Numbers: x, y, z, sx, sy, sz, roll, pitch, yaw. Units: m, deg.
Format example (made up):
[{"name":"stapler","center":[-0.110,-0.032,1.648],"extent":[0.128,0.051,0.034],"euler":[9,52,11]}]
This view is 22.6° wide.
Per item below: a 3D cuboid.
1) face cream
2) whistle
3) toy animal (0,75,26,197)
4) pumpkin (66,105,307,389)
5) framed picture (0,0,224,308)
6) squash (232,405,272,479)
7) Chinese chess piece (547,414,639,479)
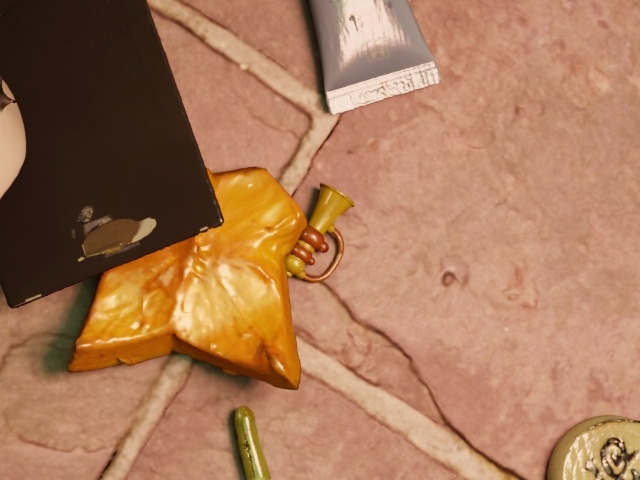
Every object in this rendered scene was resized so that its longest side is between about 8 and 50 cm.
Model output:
[{"name":"face cream","center":[0.018,-0.341,1.786],"extent":[0.135,0.086,0.385],"euler":[-17,92,-11]},{"name":"whistle","center":[-0.002,-0.003,1.763],"extent":[0.046,0.057,0.109],"euler":[25,85,37]},{"name":"toy animal","center":[-0.441,-0.077,1.550],"extent":[0.310,0.251,0.251],"euler":[-35,91,-12]},{"name":"pumpkin","center":[-0.141,0.008,1.694],"extent":[0.258,0.095,0.290],"euler":[4,78,-7]},{"name":"framed picture","center":[-0.262,-0.121,1.658],"extent":[0.244,0.013,0.324],"euler":[-22,78,7]},{"name":"squash","center":[-0.076,0.218,1.714],"extent":[0.027,0.027,0.083],"euler":[-14,84,-14]},{"name":"Chinese chess piece","center":[0.323,0.266,1.782],"extent":[0.144,0.058,0.144],"euler":[2,81,-12]}]
